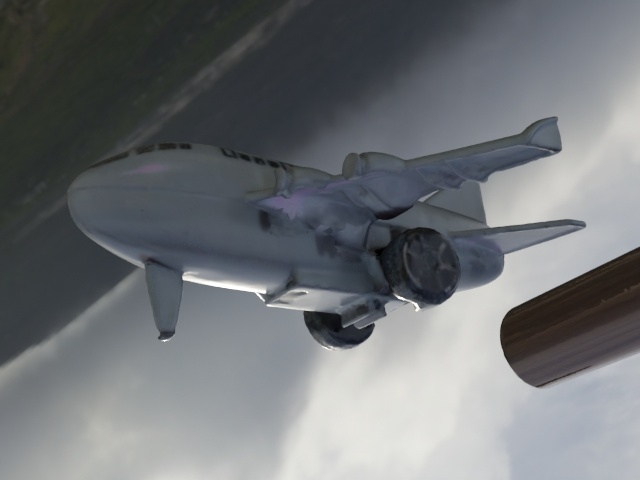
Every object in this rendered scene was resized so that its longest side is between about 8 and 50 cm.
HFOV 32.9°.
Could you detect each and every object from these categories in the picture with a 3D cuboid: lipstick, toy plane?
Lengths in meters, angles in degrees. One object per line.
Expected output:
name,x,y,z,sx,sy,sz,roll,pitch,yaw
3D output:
lipstick,0.239,0.036,0.763,0.254,0.070,0.070,-34,-170,46
toy plane,0.000,0.000,0.364,0.171,0.066,0.162,-1,161,-33
